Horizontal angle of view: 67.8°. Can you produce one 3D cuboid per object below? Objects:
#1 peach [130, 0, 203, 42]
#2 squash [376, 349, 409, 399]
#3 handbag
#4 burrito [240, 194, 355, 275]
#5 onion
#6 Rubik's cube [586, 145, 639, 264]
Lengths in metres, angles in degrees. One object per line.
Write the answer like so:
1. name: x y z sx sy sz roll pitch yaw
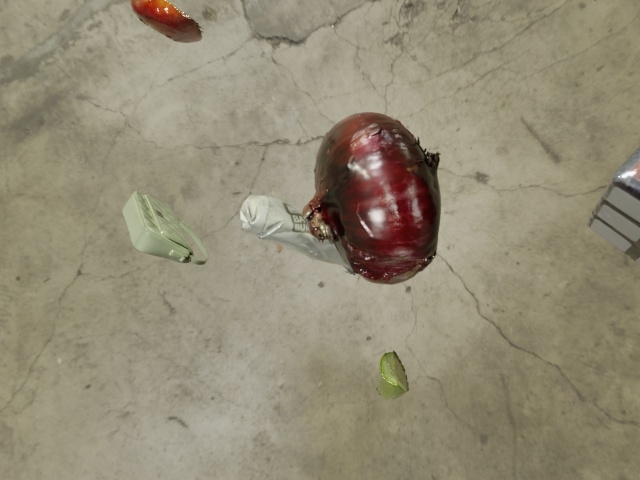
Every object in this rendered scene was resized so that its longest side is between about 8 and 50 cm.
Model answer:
1. peach: -0.407 -0.574 1.253 0.279 0.189 0.068 36 92 41
2. squash: 0.172 0.334 1.132 0.075 0.200 0.090 -23 59 -12
3. handbag: -0.406 -0.025 1.281 0.079 0.219 0.256 -54 43 11
4. burrito: 0.000 0.000 1.121 0.445 0.139 0.101 22 87 -36
5. onion: 0.080 -0.067 0.839 0.232 0.314 0.314 -15 90 -4
6. Rubik's cube: 0.651 -0.076 0.725 0.305 0.301 0.304 -47 66 7
